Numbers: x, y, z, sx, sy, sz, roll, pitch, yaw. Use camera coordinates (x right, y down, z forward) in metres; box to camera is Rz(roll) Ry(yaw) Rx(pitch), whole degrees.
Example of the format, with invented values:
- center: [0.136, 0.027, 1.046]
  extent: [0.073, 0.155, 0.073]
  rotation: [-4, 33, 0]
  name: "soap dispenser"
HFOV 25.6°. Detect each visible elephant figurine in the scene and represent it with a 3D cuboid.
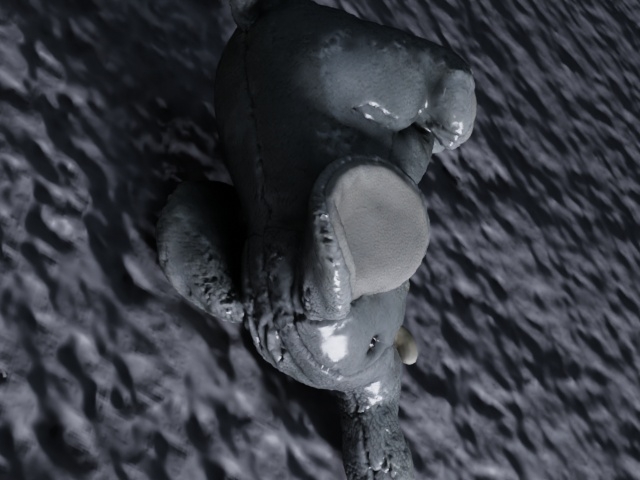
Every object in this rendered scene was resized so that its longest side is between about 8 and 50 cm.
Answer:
- center: [0.000, 0.000, 0.777]
  extent: [0.186, 0.169, 0.239]
  rotation: [16, 63, -7]
  name: "elephant figurine"
